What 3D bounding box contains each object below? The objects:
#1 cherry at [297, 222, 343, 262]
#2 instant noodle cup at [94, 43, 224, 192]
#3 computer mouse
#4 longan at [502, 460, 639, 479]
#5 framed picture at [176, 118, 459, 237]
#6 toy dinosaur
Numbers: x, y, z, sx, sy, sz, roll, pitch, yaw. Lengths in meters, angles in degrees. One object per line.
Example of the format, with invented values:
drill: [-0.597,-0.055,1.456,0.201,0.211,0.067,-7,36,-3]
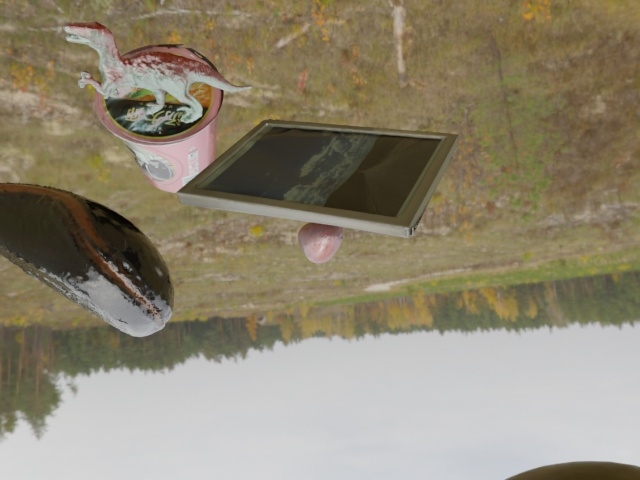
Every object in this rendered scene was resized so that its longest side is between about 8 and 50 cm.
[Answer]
cherry: [-0.005,-0.002,1.326,0.087,0.106,0.126,-45,173,-39]
instant noodle cup: [-0.309,-0.226,1.100,0.243,0.244,0.255,-2,157,-8]
computer mouse: [-0.304,0.014,0.681,0.323,0.116,0.183,20,149,28]
longan: [0.257,0.371,0.429,0.360,0.361,0.361,-4,171,-1]
framed picture: [0.002,-0.075,0.580,0.259,0.023,0.189,10,-140,25]
toy dinosaur: [-0.208,-0.231,0.743,0.242,0.053,0.167,-8,148,-17]
